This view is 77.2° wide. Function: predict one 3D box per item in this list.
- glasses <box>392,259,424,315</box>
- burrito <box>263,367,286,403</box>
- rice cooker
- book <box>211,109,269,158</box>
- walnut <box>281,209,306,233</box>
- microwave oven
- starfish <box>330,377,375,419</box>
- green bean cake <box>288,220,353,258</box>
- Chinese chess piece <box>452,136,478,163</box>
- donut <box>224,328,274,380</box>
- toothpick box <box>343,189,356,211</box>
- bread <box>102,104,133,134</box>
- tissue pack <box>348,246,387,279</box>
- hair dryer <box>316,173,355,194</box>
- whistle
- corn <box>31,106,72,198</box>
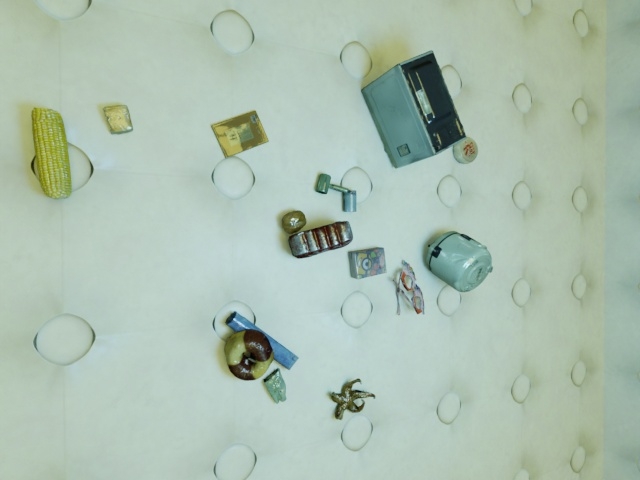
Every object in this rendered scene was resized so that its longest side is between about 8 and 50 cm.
[{"bbox_3d":[0.375,0.216,1.704,0.162,0.095,0.255,-35,106,-51],"label":"glasses"},{"bbox_3d":[-0.154,0.530,1.447,0.074,0.044,0.118,-29,100,-28],"label":"burrito"},{"bbox_3d":[0.583,0.083,1.706,0.226,0.244,0.226,-16,122,-27],"label":"rice cooker"},{"bbox_3d":[-0.276,-0.370,1.390,0.172,0.012,0.118,-28,103,-24],"label":"book"},{"bbox_3d":[-0.098,-0.067,1.449,0.096,0.082,0.079,-30,132,-25],"label":"walnut"},{"bbox_3d":[0.372,-0.503,1.571,0.218,0.286,0.355,-30,100,-25],"label":"microwave oven"},{"bbox_3d":[0.125,0.613,1.571,0.190,0.074,0.146,-9,96,-26],"label":"starfish"},{"bbox_3d":[0.000,0.000,1.471,0.232,0.198,0.097,-16,89,-10],"label":"green bean cake"},{"bbox_3d":[0.668,-0.415,1.846,0.122,0.051,0.122,-1,92,-27],"label":"Chinese chess piece"},{"bbox_3d":[-0.241,0.393,1.350,0.166,0.073,0.184,-4,112,-5],"label":"donut"},{"bbox_3d":[0.116,-0.154,1.568,0.052,0.052,0.083,-2,93,-27],"label":"toothpick box"},{"bbox_3d":[-0.608,-0.365,1.210,0.070,0.035,0.083,-21,106,-25],"label":"bread"},{"bbox_3d":[0.189,0.088,1.604,0.148,0.060,0.109,-9,96,-28],"label":"tissue pack"},{"bbox_3d":[0.062,-0.201,1.523,0.150,0.047,0.071,15,85,-6],"label":"hair dryer"},{"bbox_3d":[-0.200,0.356,1.410,0.304,0.062,0.062,43,73,-21],"label":"whistle"},{"bbox_3d":[-0.746,-0.238,1.115,0.081,0.081,0.248,-7,94,-27],"label":"corn"}]
